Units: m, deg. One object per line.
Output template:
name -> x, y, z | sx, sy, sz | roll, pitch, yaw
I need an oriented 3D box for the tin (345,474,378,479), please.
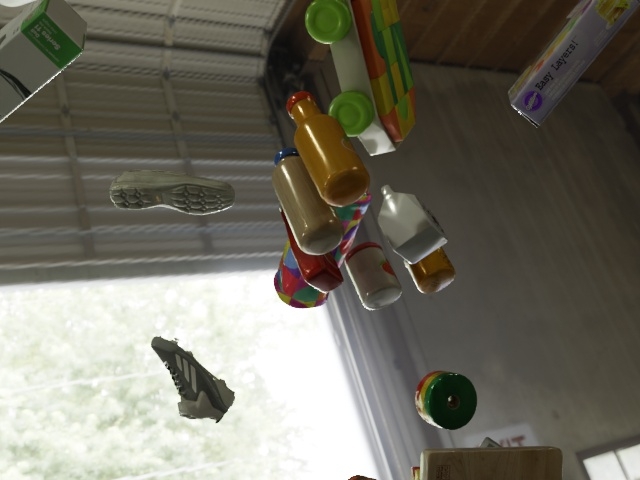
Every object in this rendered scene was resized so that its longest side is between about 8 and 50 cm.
tin -> 0.080, 0.492, 1.259 | 0.106, 0.189, 0.040 | -32, 22, -32

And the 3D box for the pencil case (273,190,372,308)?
pencil case -> 0.000, 0.000, 1.124 | 0.105, 0.104, 0.236 | -3, -46, -30

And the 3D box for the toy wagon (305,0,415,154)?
toy wagon -> 0.055, -0.295, 0.986 | 0.068, 0.344, 0.267 | -8, 20, 21

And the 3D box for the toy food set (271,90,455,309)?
toy food set -> 0.029, -0.023, 0.644 | 0.111, 0.104, 0.232 | -36, -36, 16

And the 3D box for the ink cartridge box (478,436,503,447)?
ink cartridge box -> 0.187, 0.470, 1.134 | 0.275, 0.060, 0.238 | -42, -24, -36

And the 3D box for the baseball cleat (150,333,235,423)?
baseball cleat -> -0.264, 0.275, 1.415 | 0.109, 0.206, 0.072 | -53, -1, -30

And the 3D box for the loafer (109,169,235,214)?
loafer -> -0.376, -0.136, 1.866 | 0.320, 0.111, 0.112 | 5, -47, 0

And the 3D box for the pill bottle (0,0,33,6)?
pill bottle -> -0.265, -0.302, 0.675 | 0.246, 0.136, 0.136 | -28, -21, -17

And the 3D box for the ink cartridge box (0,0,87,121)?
ink cartridge box -> -0.487, -0.297, 1.182 | 0.208, 0.153, 0.087 | -37, -55, 10

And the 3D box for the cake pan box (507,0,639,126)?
cake pan box -> 0.433, -0.330, 1.278 | 0.245, 0.070, 0.267 | -51, 0, 22

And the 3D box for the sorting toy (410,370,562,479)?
sorting toy -> 0.134, 0.248, 0.612 | 0.133, 0.274, 0.046 | 5, -5, -21
